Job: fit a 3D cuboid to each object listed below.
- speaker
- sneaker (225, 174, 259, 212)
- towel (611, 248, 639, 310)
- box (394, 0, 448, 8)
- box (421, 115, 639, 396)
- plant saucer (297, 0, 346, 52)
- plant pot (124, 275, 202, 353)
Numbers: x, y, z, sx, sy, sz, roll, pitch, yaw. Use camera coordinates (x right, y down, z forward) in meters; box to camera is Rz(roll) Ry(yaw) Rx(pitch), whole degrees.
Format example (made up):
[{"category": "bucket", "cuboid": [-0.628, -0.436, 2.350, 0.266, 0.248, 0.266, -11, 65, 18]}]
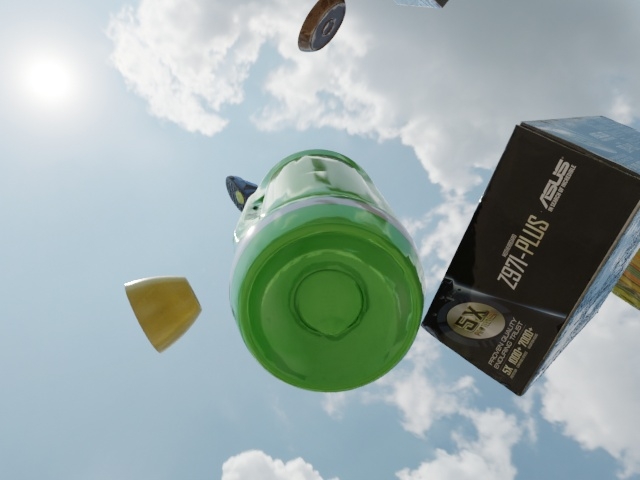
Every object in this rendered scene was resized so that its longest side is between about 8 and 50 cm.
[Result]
[{"category": "speaker", "cuboid": [0.000, 0.000, 0.460, 0.131, 0.296, 0.131, -1, -73, -2]}, {"category": "sneaker", "cuboid": [-0.130, -0.087, 1.264, 0.209, 0.069, 0.082, 39, -126, 25]}, {"category": "towel", "cuboid": [0.582, 0.002, 0.995, 0.102, 0.021, 0.237, 27, -102, -25]}, {"category": "box", "cuboid": [0.215, -0.774, 1.416, 0.294, 0.395, 0.212, 35, -76, -21]}, {"category": "box", "cuboid": [0.167, -0.002, 0.382, 0.078, 0.147, 0.180, 35, -148, 28]}, {"category": "plant saucer", "cuboid": [0.010, -0.525, 1.357, 0.029, 0.168, 0.168, 40, -104, 11]}, {"category": "plant pot", "cuboid": [-0.263, 0.114, 0.966, 0.095, 0.134, 0.134, -27, -95, -10]}]
